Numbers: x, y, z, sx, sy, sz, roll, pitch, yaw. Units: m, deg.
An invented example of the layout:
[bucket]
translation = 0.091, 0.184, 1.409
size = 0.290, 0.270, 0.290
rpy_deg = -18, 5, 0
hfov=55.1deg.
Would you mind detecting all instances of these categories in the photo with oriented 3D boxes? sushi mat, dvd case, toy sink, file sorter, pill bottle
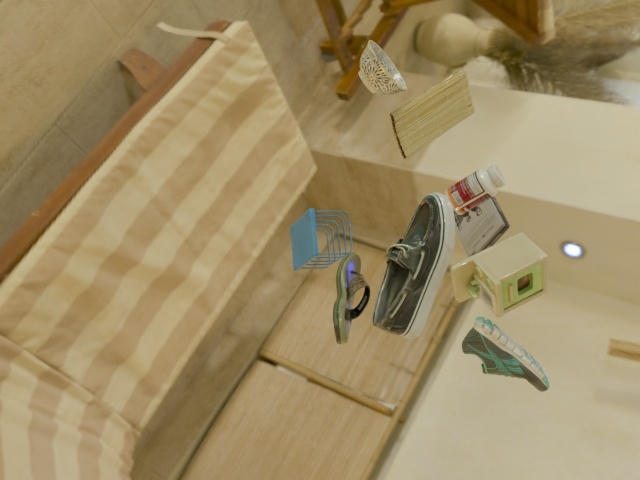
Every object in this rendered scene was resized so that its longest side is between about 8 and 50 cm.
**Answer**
[sushi mat]
translation = 0.345, -0.386, 1.865
size = 0.317, 0.019, 0.151
rpy_deg = -35, 120, -21
[dvd case]
translation = 0.493, -0.072, 1.938
size = 0.030, 0.238, 0.179
rpy_deg = 10, 134, -26
[toy sink]
translation = 0.504, 0.112, 1.715
size = 0.234, 0.131, 0.152
rpy_deg = -24, 131, -7
[file sorter]
translation = 0.000, 0.000, 1.536
size = 0.105, 0.170, 0.118
rpy_deg = -1, 76, -20
[pill bottle]
translation = 0.427, -0.141, 1.682
size = 0.086, 0.152, 0.086
rpy_deg = 40, 32, -32

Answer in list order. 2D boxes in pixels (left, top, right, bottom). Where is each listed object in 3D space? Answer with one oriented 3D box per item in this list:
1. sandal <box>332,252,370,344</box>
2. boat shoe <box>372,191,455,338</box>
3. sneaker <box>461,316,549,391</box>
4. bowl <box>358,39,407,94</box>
[sandal]
translation = 0.092, 0.159, 1.667
size = 0.302, 0.086, 0.120
rpy_deg = -80, 158, -47
[boat shoe]
translation = 0.201, 0.049, 1.345
size = 0.119, 0.121, 0.334
rpy_deg = 15, 87, -26
[sneaker]
translation = 0.311, 0.206, 1.044
size = 0.076, 0.166, 0.065
rpy_deg = -51, 175, 15
[bowl]
translation = 0.158, -0.463, 1.702
size = 0.080, 0.170, 0.170
rpy_deg = -35, 158, 22
